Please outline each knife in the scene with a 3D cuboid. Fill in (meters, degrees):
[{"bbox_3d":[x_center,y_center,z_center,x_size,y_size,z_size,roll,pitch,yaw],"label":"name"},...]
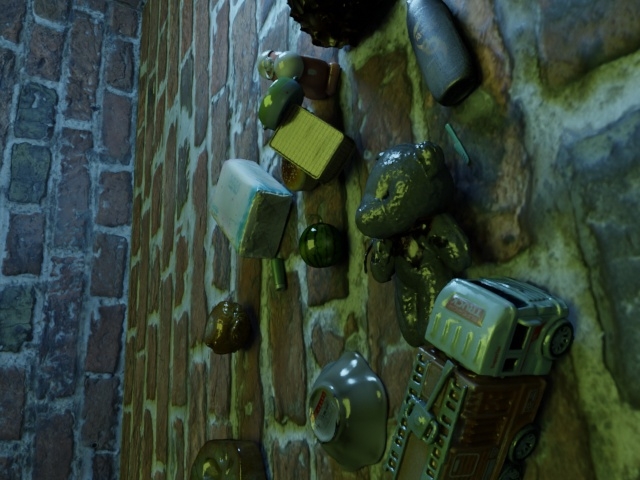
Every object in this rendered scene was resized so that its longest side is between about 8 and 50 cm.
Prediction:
[{"bbox_3d":[0.225,-0.158,0.788,0.014,0.005,0.091,-49,47,39],"label":"knife"}]

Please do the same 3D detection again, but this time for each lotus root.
[{"bbox_3d":[-0.238,0.696,1.255,0.390,0.111,0.375,36,110,55],"label":"lotus root"}]

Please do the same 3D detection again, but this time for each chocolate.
[{"bbox_3d":[0.011,-0.482,1.012,0.224,0.206,0.177,30,140,14],"label":"chocolate"}]

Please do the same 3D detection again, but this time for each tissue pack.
[{"bbox_3d":[-0.197,-0.093,1.315,0.271,0.124,0.202,43,117,52],"label":"tissue pack"}]

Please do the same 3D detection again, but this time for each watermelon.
[{"bbox_3d":[0.003,0.006,1.016,0.109,0.108,0.109,-15,72,55],"label":"watermelon"}]

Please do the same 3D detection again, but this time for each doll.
[{"bbox_3d":[0.133,0.006,0.759,0.245,0.158,0.341,175,98,-69],"label":"doll"}]

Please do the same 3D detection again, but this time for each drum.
[{"bbox_3d":[-0.084,-0.281,1.099,0.130,0.049,0.253,-55,-6,-8],"label":"drum"}]

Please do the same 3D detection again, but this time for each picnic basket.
[{"bbox_3d":[-0.016,-0.204,1.021,0.164,0.079,0.115,37,100,22],"label":"picnic basket"}]

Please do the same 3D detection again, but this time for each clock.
[{"bbox_3d":[-0.059,-0.390,1.121,0.166,0.162,0.093,36,117,54],"label":"clock"}]

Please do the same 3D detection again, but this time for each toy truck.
[{"bbox_3d":[0.194,0.199,0.628,0.136,0.162,0.306,29,108,55],"label":"toy truck"}]

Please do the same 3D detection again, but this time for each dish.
[{"bbox_3d":[0.031,0.331,0.927,0.229,0.081,0.230,-15,72,55],"label":"dish"}]

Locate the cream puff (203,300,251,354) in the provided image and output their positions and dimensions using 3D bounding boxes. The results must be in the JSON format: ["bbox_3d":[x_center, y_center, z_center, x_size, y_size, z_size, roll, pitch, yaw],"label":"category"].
[{"bbox_3d":[-0.257,0.248,1.348,0.165,0.115,0.150,4,81,66],"label":"cream puff"}]

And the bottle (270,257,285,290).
[{"bbox_3d":[-0.108,0.087,1.226,0.030,0.030,0.084,-39,54,47],"label":"bottle"}]

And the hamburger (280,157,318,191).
[{"bbox_3d":[-0.048,-0.184,1.137,0.141,0.081,0.127,-49,47,41],"label":"hamburger"}]

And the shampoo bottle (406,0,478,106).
[{"bbox_3d":[0.199,-0.339,0.819,0.087,0.049,0.234,-40,52,44],"label":"shampoo bottle"}]
